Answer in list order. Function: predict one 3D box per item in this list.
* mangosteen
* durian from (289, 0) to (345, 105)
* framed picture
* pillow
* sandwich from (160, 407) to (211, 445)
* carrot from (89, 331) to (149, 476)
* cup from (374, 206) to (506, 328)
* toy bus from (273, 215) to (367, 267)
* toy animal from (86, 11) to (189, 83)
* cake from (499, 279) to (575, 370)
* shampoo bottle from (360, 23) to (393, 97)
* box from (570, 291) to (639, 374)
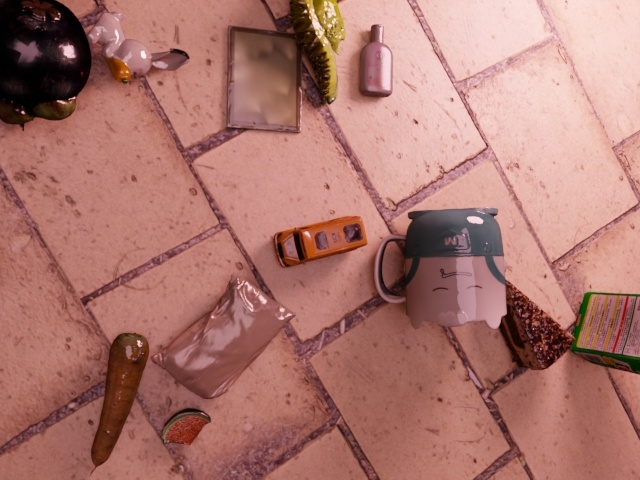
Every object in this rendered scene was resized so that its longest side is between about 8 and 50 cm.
[{"bbox_3d":[-0.546,-0.333,1.167,0.243,0.243,0.242,1,86,-16],"label":"mangosteen"},{"bbox_3d":[-0.014,-0.488,1.375,0.132,0.107,0.375,-21,99,-33],"label":"durian"},{"bbox_3d":[-0.124,-0.358,1.388,0.173,0.010,0.231,3,86,-16],"label":"framed picture"},{"bbox_3d":[-0.199,0.200,1.305,0.173,0.067,0.270,46,76,-15],"label":"pillow"},{"bbox_3d":[-0.284,0.387,1.291,0.069,0.026,0.101,44,79,-14],"label":"sandwich"},{"bbox_3d":[-0.409,0.330,1.240,0.078,0.078,0.298,16,88,-15],"label":"carrot"},{"bbox_3d":[0.264,0.063,1.388,0.290,0.219,0.257,-2,86,15],"label":"cup"},{"bbox_3d":[0.000,0.000,1.363,0.195,0.088,0.083,-14,92,-17],"label":"toy bus"},{"bbox_3d":[-0.374,-0.381,1.263,0.182,0.131,0.127,36,99,-21],"label":"toy animal"},{"bbox_3d":[0.499,0.174,1.492,0.135,0.112,0.246,-24,90,-19],"label":"cake"},{"bbox_3d":[0.132,-0.419,1.452,0.080,0.040,0.165,3,87,-15],"label":"shampoo bottle"},{"bbox_3d":[0.725,0.218,1.481,0.103,0.250,0.180,24,80,-20],"label":"box"}]
